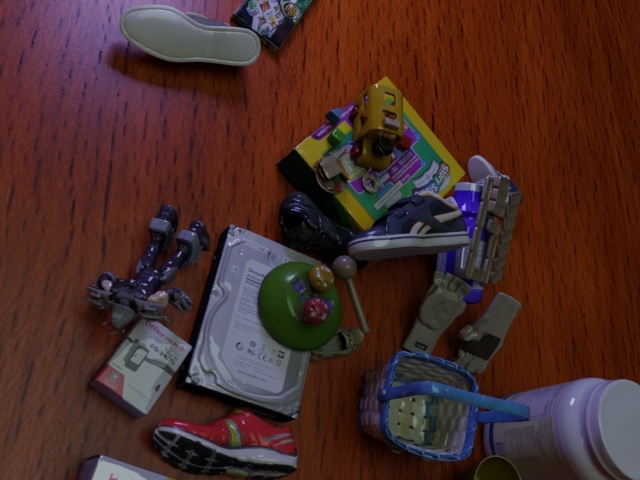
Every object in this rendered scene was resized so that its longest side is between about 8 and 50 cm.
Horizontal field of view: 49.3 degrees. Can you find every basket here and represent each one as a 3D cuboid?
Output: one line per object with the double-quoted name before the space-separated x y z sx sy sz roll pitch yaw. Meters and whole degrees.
"basket" 0.229 0.329 1.378 0.255 0.289 0.201 20 62 -22

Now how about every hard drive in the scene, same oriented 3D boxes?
"hard drive" -0.123 0.160 1.375 0.237 0.064 0.338 25 57 -21

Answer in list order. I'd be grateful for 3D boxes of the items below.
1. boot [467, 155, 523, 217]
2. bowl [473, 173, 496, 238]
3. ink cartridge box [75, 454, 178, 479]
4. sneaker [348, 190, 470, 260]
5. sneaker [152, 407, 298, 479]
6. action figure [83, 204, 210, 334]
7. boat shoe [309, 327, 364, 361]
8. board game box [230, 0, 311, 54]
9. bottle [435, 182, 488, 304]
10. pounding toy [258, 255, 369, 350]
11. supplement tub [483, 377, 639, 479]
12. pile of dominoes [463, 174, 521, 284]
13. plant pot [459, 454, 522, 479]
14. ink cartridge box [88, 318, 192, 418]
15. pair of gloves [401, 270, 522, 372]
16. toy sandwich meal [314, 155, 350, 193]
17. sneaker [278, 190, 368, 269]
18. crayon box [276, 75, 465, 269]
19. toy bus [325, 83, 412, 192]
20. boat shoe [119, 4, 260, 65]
"boot" 0.467 -0.155 1.862 0.086 0.069 0.190 -41 102 -43
"bowl" 0.397 -0.077 1.756 0.080 0.170 0.170 -9 69 13
"ink cartridge box" -0.264 0.501 1.116 0.306 0.131 0.226 27 59 -21
"sneaker" 0.178 -0.031 1.476 0.321 0.126 0.127 -5 79 -40
"sneaker" -0.171 0.358 1.267 0.279 0.107 0.118 21 43 -26
"action figure" -0.302 0.066 1.263 0.185 0.099 0.285 19 46 8
"boat shoe" 0.035 0.215 1.458 0.153 0.048 0.056 -8 75 -33
"board game box" -0.106 -0.583 1.715 0.136 0.030 0.259 35 57 -11
"bottle" 0.337 0.006 1.651 0.118 0.092 0.282 9 84 -33
"pounding toy" 0.005 0.110 1.367 0.237 0.110 0.182 -8 74 -34
"supplement tub" 0.539 0.425 1.501 0.235 0.325 0.235 12 65 -27
"pile of dominoes" 0.391 -0.022 1.625 0.196 0.040 0.251 19 83 -51
"plant pot" 0.349 0.531 1.486 0.134 0.095 0.134 11 65 -26
"ink cartridge box" -0.317 0.221 1.238 0.109 0.063 0.150 39 56 -11
"pair of gloves" 0.321 0.189 1.586 0.240 0.042 0.204 19 101 -18
"toy sandwich meal" 0.027 -0.142 1.487 0.086 0.029 0.085 9 69 -25
"sneaker" 0.000 0.000 1.479 0.227 0.087 0.130 42 29 -7
"crayon box" 0.129 -0.165 1.635 0.313 0.106 0.363 50 56 -5
"toy bus" 0.132 -0.242 1.535 0.191 0.104 0.202 -40 94 -34
"boat shoe" -0.286 -0.439 1.511 0.305 0.091 0.109 4 106 -27
